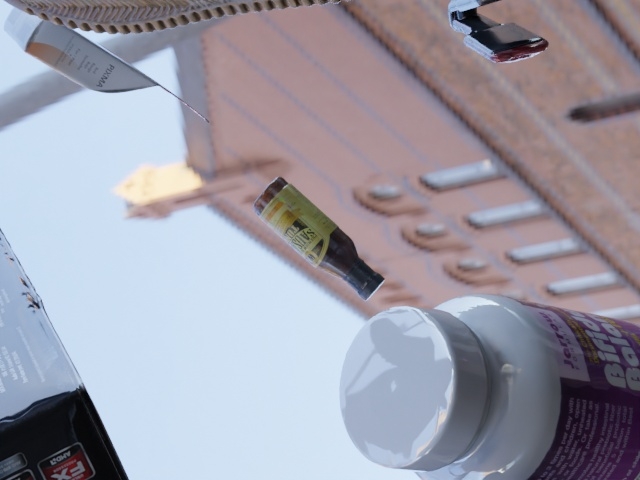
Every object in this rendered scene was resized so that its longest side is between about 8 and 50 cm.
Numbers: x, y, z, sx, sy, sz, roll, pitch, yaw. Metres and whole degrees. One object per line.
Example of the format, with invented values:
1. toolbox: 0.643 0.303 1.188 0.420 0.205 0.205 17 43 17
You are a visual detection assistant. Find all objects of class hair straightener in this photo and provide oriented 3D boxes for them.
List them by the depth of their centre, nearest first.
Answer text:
1. hair straightener: 0.112 -0.183 1.105 0.230 0.047 0.089 -96 -9 -75

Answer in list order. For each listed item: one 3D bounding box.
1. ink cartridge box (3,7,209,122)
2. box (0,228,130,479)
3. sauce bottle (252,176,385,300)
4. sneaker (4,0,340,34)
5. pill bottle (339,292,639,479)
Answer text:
1. ink cartridge box: -0.200 -0.154 1.450 0.179 0.145 0.045 35 -88 -24
2. box: -0.154 0.065 0.445 0.051 0.175 0.220 68 168 -20
3. sauce bottle: 0.000 0.000 1.346 0.128 0.042 0.042 41 -146 6
4. sneaker: -0.069 -0.213 0.938 0.099 0.282 0.153 65 -148 -48
5. pill bottle: 0.164 0.133 1.293 0.301 0.169 0.169 12 -111 -43
